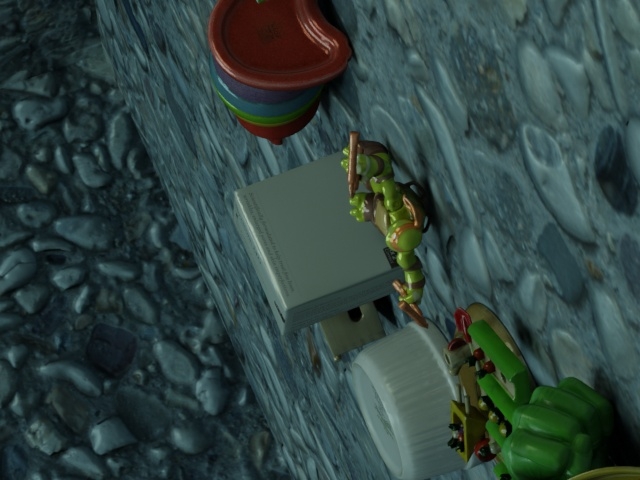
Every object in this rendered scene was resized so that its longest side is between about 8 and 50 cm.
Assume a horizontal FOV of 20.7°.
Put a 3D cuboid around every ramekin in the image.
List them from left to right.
[{"bbox_3d":[0.121,0.214,2.273,0.207,0.109,0.207,160,90,-79],"label":"ramekin"}]

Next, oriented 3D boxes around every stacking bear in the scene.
[{"bbox_3d":[-0.061,-0.219,2.280,0.289,0.164,0.175,91,156,-73],"label":"stacking bear"}]

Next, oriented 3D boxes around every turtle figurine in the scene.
[{"bbox_3d":[0.080,-0.045,2.065,0.217,0.087,0.269,-116,1,-63],"label":"turtle figurine"}]

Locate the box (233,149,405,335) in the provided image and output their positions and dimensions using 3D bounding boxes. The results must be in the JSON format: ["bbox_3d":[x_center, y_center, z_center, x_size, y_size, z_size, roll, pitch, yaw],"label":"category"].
[{"bbox_3d":[0.000,0.000,2.278,0.119,0.182,0.181,100,148,-70],"label":"box"}]

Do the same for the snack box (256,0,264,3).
[{"bbox_3d":[-0.038,-0.350,2.047,0.141,0.100,0.037,89,157,-57],"label":"snack box"}]

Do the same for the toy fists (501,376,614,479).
[{"bbox_3d":[0.204,0.257,1.652,0.096,0.279,0.142,9,142,35],"label":"toy fists"}]

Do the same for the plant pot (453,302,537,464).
[{"bbox_3d":[0.207,0.188,2.020,0.236,0.032,0.236,159,90,-79],"label":"plant pot"}]

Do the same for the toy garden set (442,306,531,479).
[{"bbox_3d":[0.180,0.195,1.948,0.204,0.049,0.244,-127,20,-55],"label":"toy garden set"}]

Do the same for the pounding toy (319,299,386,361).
[{"bbox_3d":[0.034,0.085,2.528,0.206,0.094,0.181,-114,2,-70],"label":"pounding toy"}]

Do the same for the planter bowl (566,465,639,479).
[{"bbox_3d":[0.287,0.286,1.545,0.090,0.217,0.217,-35,-72,-64],"label":"planter bowl"}]
